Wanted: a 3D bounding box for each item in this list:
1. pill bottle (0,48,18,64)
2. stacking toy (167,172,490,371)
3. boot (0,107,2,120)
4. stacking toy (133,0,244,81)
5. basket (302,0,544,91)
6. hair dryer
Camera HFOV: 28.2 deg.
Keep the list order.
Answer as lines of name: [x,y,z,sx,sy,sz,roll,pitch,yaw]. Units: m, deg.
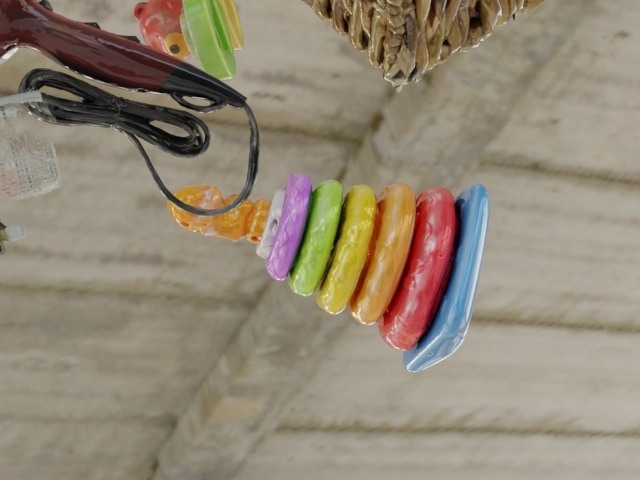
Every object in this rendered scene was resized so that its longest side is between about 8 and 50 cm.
pill bottle: [-0.393,-0.234,1.251,0.152,0.152,0.272,-23,-3,12]
stacking toy: [0.000,0.000,1.225,0.301,0.166,0.175,16,-24,-6]
boot: [-0.395,-0.105,1.378,0.114,0.037,0.106,-31,-22,-49]
stacking toy: [-0.206,-0.335,1.623,0.130,0.279,0.309,-16,-59,7]
basket: [0.044,-0.275,0.651,0.213,0.223,0.299,-35,-31,-19]
hair dryer: [-0.184,-0.132,0.867,0.223,0.294,0.080,-16,-6,-23]
